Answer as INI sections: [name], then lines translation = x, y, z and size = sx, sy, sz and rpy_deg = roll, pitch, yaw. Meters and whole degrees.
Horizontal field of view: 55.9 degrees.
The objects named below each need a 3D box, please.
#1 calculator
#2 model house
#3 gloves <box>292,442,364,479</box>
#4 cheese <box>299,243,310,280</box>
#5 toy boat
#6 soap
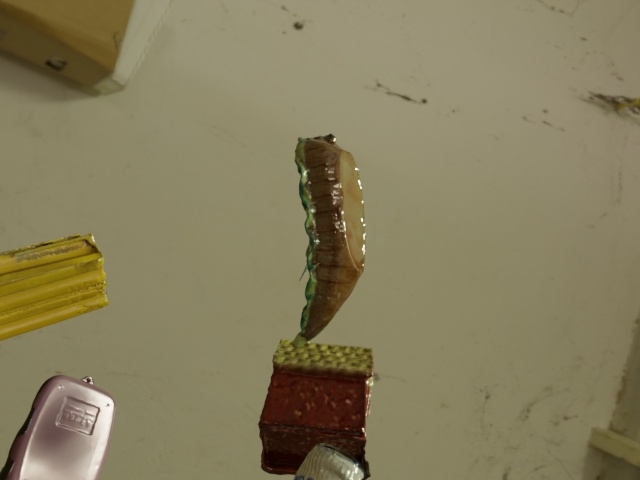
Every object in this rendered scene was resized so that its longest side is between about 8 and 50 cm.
[calculator]
translation = -0.498, 0.405, 1.168
size = 0.043, 0.194, 0.294
rpy_deg = -14, -128, 38
[model house]
translation = 0.002, 0.286, 1.111
size = 0.160, 0.196, 0.254
rpy_deg = 87, 8, -46
[gloves]
translation = -0.031, 0.325, 0.630
size = 0.119, 0.097, 0.229
rpy_deg = 9, -115, 36
[cheese]
translation = -0.015, 0.025, 1.220
size = 0.067, 0.026, 0.121
rpy_deg = -56, 170, -58
[toy boat]
translation = 0.010, 0.003, 0.810
size = 0.099, 0.108, 0.293
rpy_deg = 1, -90, 30
[soap]
translation = -0.624, 0.104, 1.280
size = 0.096, 0.324, 0.204
rpy_deg = 55, -34, 28
